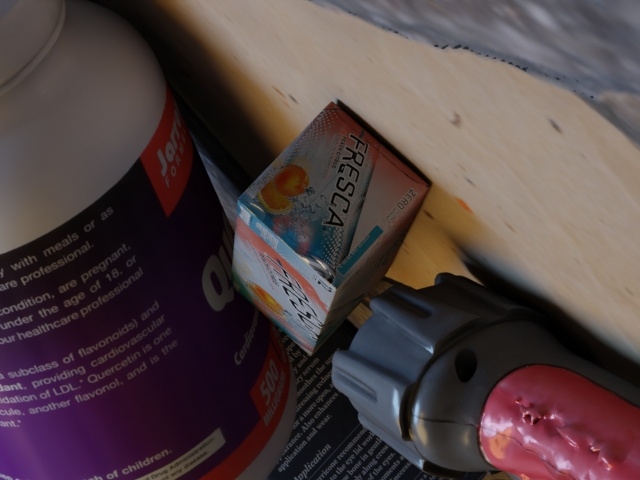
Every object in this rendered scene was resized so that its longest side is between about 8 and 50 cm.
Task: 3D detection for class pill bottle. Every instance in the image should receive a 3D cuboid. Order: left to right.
[{"bbox_3d":[-0.138,0.004,0.943,0.181,0.181,0.323,32,153,44],"label":"pill bottle"}]

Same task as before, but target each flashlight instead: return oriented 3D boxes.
[{"bbox_3d":[0.116,0.097,0.706,0.304,0.103,0.103,28,163,50],"label":"flashlight"}]

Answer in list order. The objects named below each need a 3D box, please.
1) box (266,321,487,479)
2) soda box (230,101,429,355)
[{"bbox_3d":[-0.013,0.113,1.190,0.207,0.108,0.153,43,169,-4],"label":"box"},{"bbox_3d":[0.000,0.000,0.844,0.058,0.063,0.183,42,168,6],"label":"soda box"}]
